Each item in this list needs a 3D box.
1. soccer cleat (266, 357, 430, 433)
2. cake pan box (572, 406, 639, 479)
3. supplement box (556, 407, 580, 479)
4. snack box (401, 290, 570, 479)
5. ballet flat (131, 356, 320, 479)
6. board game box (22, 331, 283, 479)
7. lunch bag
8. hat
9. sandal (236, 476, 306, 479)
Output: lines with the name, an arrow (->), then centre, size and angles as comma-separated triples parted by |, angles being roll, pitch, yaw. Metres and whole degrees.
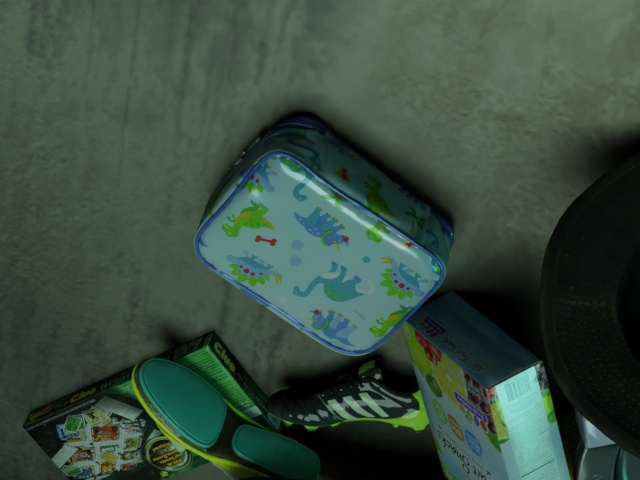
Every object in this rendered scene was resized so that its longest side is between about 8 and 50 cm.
soccer cleat -> 0.033, 0.156, 1.801 | 0.179, 0.060, 0.072 | 1, 115, 5
cake pan box -> 0.374, 0.209, 1.693 | 0.266, 0.070, 0.246 | -9, 111, 1
supplement box -> 0.314, 0.273, 1.803 | 0.078, 0.080, 0.233 | -29, 116, 27
snack box -> 0.165, 0.177, 1.703 | 0.070, 0.174, 0.207 | -26, 119, -14
ballet flat -> -0.108, 0.205, 1.824 | 0.231, 0.077, 0.077 | 32, 142, -12
board game box -> -0.181, 0.197, 1.893 | 0.259, 0.030, 0.136 | -24, 114, 26
lunch bag -> 0.000, 0.000, 1.673 | 0.219, 0.090, 0.176 | 34, 124, -12
hat -> 0.351, 0.062, 1.568 | 0.331, 0.331, 0.134 | 11, 163, 5
sandal -> 0.091, 0.310, 1.838 | 0.445, 0.107, 0.168 | 13, 110, -14
